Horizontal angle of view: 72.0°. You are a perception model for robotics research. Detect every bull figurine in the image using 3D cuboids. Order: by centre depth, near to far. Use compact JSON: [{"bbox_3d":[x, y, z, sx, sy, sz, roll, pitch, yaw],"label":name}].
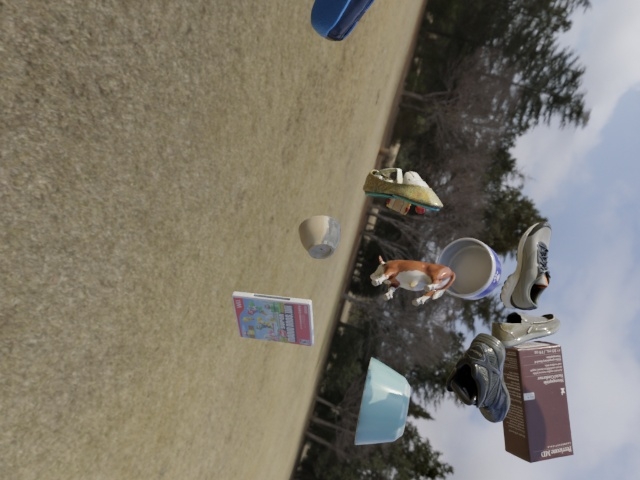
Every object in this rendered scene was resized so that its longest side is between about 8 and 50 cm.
[{"bbox_3d":[0.285,0.127,1.477,0.188,0.310,0.101,-42,122,-47],"label":"bull figurine"}]

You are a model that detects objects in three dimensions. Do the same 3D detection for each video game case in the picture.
[{"bbox_3d":[-0.166,0.281,1.570,0.025,0.284,0.204,-68,159,-55],"label":"video game case"}]

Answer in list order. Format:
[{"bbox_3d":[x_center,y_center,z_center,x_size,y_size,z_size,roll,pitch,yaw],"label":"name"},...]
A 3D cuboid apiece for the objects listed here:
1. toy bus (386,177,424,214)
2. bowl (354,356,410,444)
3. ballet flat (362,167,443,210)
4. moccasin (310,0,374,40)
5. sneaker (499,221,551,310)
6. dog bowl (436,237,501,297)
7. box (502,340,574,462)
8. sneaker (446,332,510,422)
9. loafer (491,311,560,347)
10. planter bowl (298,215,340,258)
[{"bbox_3d":[0.346,-0.205,1.809,0.191,0.202,0.104,53,53,-28],"label":"toy bus"},{"bbox_3d":[0.233,0.603,1.615,0.311,0.162,0.312,12,90,-80],"label":"bowl"},{"bbox_3d":[0.274,-0.185,1.495,0.348,0.123,0.123,22,-87,53],"label":"ballet flat"},{"bbox_3d":[0.100,-0.628,1.019,0.342,0.138,0.116,-46,163,22],"label":"moccasin"},{"bbox_3d":[0.616,0.077,1.262,0.108,0.100,0.272,9,-104,60],"label":"sneaker"},{"bbox_3d":[0.659,0.128,1.965,0.104,0.264,0.265,20,90,-44],"label":"dog bowl"},{"bbox_3d":[0.760,0.566,1.579,0.143,0.190,0.382,159,-72,-74],"label":"box"},{"bbox_3d":[0.318,0.309,0.898,0.130,0.087,0.228,-34,126,-25],"label":"sneaker"},{"bbox_3d":[0.616,0.254,1.325,0.094,0.250,0.088,-33,-110,64],"label":"loafer"},{"bbox_3d":[0.000,0.000,1.642,0.162,0.161,0.109,102,-13,-51],"label":"planter bowl"}]
